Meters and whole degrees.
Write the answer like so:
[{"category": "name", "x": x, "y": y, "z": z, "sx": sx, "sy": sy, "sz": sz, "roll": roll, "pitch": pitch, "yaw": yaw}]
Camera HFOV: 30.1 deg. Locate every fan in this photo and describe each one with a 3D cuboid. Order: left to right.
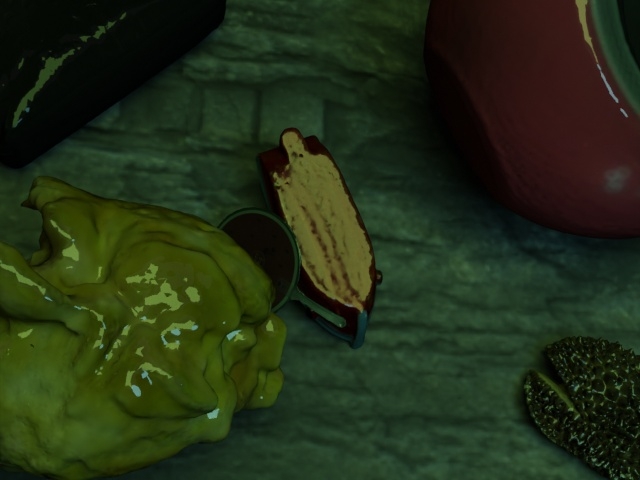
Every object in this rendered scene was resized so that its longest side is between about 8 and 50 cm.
[{"category": "fan", "x": -0.033, "y": 0.029, "z": 0.882, "sx": 0.133, "sy": 0.005, "sz": 0.085, "roll": 34, "pitch": 107, "yaw": 26}]

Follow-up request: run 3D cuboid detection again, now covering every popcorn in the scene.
[{"category": "popcorn", "x": -0.148, "y": 0.067, "z": 0.796, "sx": 0.254, "sy": 0.191, "sz": 0.190, "roll": 21, "pitch": 100, "yaw": 0}]

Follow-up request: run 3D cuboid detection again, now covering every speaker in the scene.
[{"category": "speaker", "x": 0.228, "y": -0.151, "z": 0.899, "sx": 0.294, "sy": 0.294, "sz": 0.294, "roll": 4, "pitch": 69, "yaw": -9}]

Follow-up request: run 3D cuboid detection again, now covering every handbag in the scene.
[{"category": "handbag", "x": -0.220, "y": -0.205, "z": 0.935, "sx": 0.247, "sy": 0.080, "sz": 0.223, "roll": -40, "pitch": 81, "yaw": -22}]

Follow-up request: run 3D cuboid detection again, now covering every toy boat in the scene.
[{"category": "toy boat", "x": 0.000, "y": 0.000, "z": 0.912, "sx": 0.069, "sy": 0.059, "sz": 0.172, "roll": -20, "pitch": 81, "yaw": -16}]

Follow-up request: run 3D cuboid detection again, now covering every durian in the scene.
[{"category": "durian", "x": 0.223, "y": 0.132, "z": 0.899, "sx": 0.110, "sy": 0.071, "sz": 0.140, "roll": -25, "pitch": 81, "yaw": -18}]
